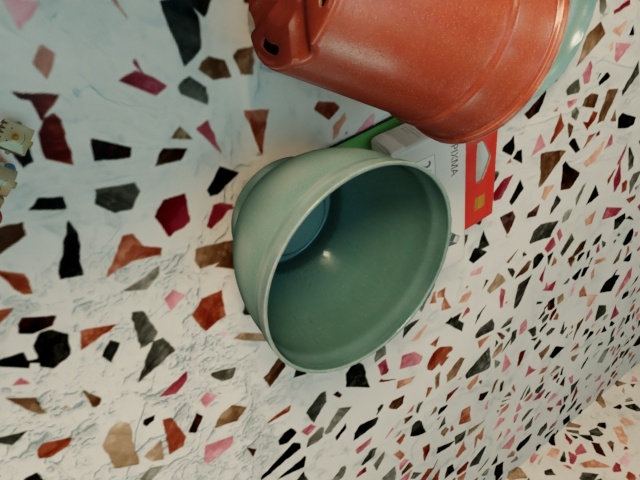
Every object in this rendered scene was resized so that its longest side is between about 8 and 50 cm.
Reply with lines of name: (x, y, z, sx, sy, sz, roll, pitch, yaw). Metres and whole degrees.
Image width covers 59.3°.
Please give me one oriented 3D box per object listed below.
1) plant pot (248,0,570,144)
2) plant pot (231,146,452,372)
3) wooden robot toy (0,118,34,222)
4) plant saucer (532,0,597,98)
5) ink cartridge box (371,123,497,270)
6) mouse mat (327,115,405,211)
plant pot: (0.080, -0.264, 0.631, 0.265, 0.272, 0.272, 4, 113, -34)
plant pot: (0.000, 0.000, 0.752, 0.293, 0.196, 0.293, -22, 128, -30)
wooden robot toy: (-0.341, -0.042, 0.527, 0.079, 0.076, 0.173, 26, 97, -36)
plant saucer: (0.355, -0.391, 0.934, 0.318, 0.044, 0.317, -21, 128, -30)
ink cartridge box: (0.222, -0.087, 0.960, 0.261, 0.066, 0.296, -27, 134, -16)
mouse mat: (0.085, -0.113, 0.897, 0.190, 0.007, 0.152, -29, 131, -23)
